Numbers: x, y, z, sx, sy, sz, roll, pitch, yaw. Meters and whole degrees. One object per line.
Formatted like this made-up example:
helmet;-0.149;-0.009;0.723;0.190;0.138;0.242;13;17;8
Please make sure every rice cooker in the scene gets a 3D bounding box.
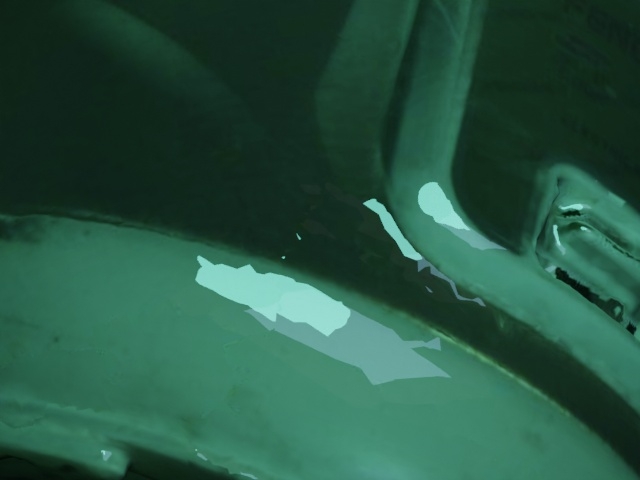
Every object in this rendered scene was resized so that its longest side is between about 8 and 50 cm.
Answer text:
rice cooker;0.000;0.000;0.544;0.335;0.335;0.325;29;55;-14
